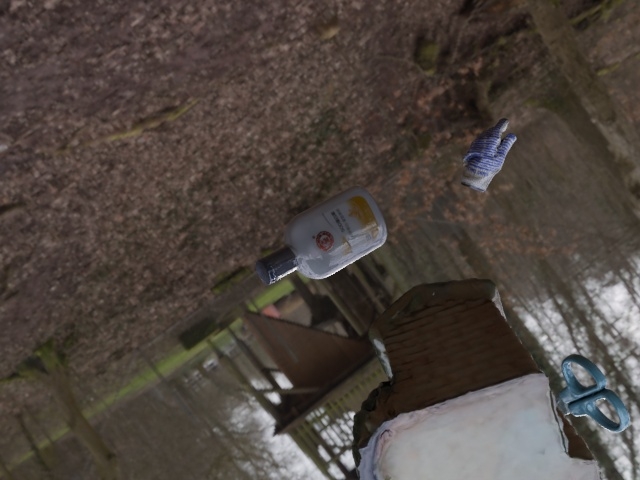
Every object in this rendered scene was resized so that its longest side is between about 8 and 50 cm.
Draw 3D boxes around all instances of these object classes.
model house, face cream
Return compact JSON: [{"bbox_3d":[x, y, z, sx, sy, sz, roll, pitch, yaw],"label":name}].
[{"bbox_3d":[0.238,0.324,1.325,0.395,0.445,0.400,-21,-153,7],"label":"model house"},{"bbox_3d":[0.000,0.000,1.476,0.291,0.144,0.071,-27,-175,-27],"label":"face cream"}]

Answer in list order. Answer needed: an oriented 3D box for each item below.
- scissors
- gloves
[{"bbox_3d":[0.591,0.398,1.771,0.029,0.192,0.447,-30,165,-17],"label":"scissors"},{"bbox_3d":[0.478,-0.248,2.084,0.229,0.119,0.097,-62,149,-7],"label":"gloves"}]
